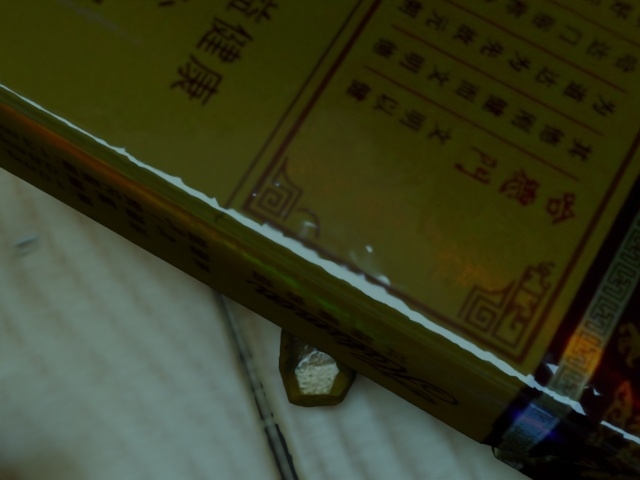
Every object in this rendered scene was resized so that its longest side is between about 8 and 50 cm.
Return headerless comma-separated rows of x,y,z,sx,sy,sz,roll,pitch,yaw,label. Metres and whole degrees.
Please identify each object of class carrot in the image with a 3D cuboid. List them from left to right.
0.000,0.000,0.619,0.042,0.042,0.171,-1,73,5,carrot

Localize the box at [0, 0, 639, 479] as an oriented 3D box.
0.072,-0.060,0.562,0.415,0.116,0.264,28,70,7,box
